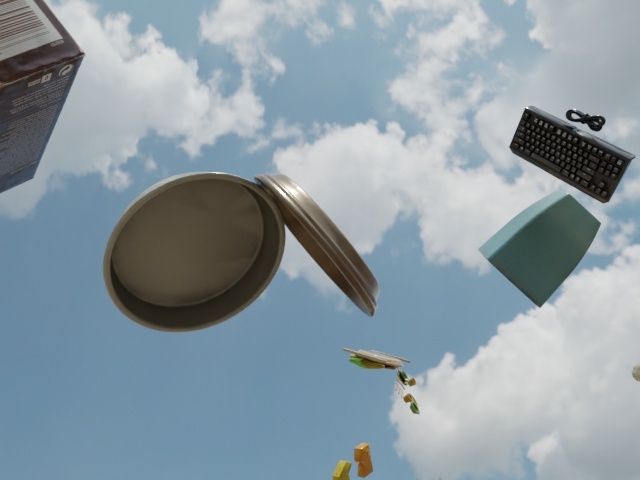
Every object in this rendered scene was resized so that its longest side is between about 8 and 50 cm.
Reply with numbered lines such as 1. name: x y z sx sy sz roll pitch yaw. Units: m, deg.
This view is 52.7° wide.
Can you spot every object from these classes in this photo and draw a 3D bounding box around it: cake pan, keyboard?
1. cake pan: -0.198 0.015 1.025 0.293 0.054 0.293 -16 -52 -21
2. keyboard: 0.366 -0.141 0.946 0.023 0.180 0.108 -6 -55 -43

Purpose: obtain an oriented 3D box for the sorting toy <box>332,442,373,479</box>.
1. sorting toy: 0.078 0.585 1.297 0.041 0.229 0.307 -4 -83 42

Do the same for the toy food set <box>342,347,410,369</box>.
1. toy food set: 0.140 0.302 1.605 0.192 0.132 0.038 20 -97 -60

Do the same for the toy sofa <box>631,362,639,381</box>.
1. toy sofa: 0.574 0.048 0.928 0.150 0.177 0.362 14 -88 -8

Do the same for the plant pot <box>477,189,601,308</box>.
1. plant pot: 0.519 0.004 1.510 0.165 0.166 0.234 42 -79 -1

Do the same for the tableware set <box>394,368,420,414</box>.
1. tableware set: 0.238 0.398 1.721 0.024 0.154 0.104 -35 -85 13

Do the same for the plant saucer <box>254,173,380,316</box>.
1. plant saucer: 0.000 0.000 0.985 0.041 0.278 0.278 -41 -53 -5

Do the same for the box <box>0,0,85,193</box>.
1. box: -0.503 -0.221 0.956 0.191 0.143 0.381 52 -38 -2
